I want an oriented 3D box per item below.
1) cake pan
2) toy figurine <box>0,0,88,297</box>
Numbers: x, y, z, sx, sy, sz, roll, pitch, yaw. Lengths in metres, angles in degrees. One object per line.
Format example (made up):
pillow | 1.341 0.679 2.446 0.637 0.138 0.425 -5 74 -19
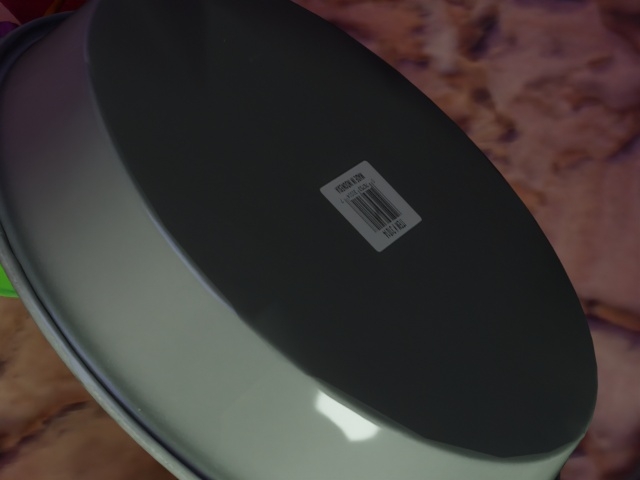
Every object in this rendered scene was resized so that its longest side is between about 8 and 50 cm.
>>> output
cake pan | 0.000 0.000 0.679 0.293 0.054 0.293 32 30 -21
toy figurine | -0.153 -0.067 0.798 0.173 0.130 0.159 -17 41 13
